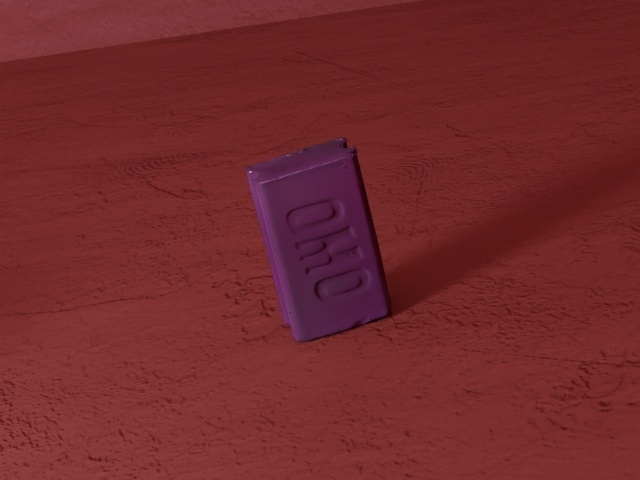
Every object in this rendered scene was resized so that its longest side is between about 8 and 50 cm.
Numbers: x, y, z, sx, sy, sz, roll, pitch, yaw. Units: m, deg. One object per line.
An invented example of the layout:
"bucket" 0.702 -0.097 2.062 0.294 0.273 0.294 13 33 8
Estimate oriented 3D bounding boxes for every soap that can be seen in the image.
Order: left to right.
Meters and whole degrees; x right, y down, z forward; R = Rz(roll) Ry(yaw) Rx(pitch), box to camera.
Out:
"soap" 0.000 0.000 1.598 0.122 0.203 0.065 -18 23 -8
